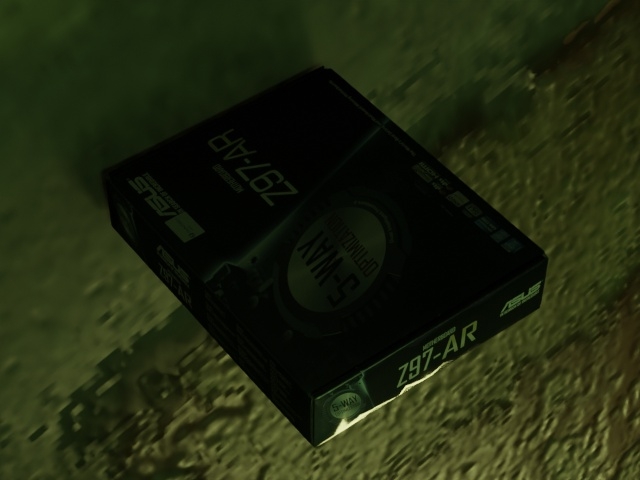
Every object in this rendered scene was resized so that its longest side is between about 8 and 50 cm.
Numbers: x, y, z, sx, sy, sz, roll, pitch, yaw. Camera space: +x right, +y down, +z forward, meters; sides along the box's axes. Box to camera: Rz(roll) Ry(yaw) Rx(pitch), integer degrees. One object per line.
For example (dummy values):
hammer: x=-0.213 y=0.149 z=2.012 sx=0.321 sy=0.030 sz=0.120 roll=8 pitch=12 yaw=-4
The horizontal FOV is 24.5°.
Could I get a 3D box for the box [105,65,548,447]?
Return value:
box: x=0.000 y=0.000 z=0.341 sx=0.067 sy=0.083 sz=0.018 roll=-28 pitch=143 yaw=-24
